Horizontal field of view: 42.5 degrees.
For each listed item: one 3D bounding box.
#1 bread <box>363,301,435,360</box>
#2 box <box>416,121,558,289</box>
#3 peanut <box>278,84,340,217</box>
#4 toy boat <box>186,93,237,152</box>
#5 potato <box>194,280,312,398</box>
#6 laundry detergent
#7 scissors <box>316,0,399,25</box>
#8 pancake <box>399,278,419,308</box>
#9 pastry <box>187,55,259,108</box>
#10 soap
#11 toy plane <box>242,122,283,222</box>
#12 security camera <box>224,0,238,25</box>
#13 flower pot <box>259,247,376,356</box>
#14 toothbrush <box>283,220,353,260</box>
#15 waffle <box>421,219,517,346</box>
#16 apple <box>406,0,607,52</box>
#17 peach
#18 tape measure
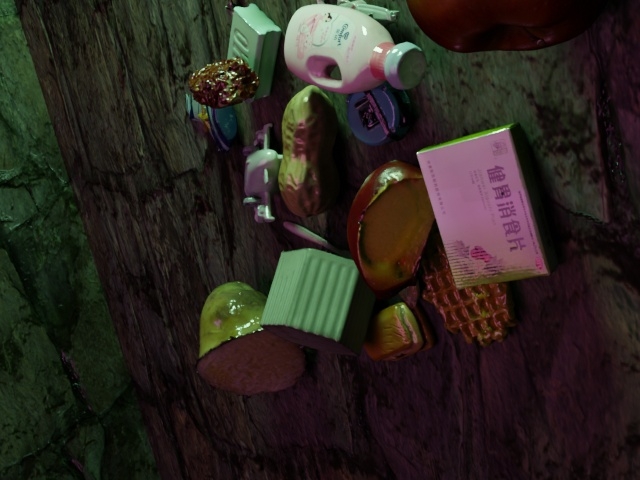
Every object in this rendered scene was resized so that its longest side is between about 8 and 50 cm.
[{"bbox_3d":[0.165,0.207,1.825,0.200,0.077,0.116,-35,72,57],"label":"bread"},{"bbox_3d":[0.287,-0.055,1.419,0.175,0.062,0.261,-12,99,34],"label":"box"},{"bbox_3d":[-0.024,-0.186,1.790,0.149,0.149,0.313,35,131,41],"label":"peanut"},{"bbox_3d":[-0.300,-0.349,2.198,0.291,0.066,0.221,27,131,61],"label":"toy boat"},{"bbox_3d":[-0.192,0.246,2.245,0.237,0.300,0.289,-102,-6,-49],"label":"potato"},{"bbox_3d":[0.059,-0.349,1.536,0.335,0.087,0.159,30,116,47],"label":"laundry detergent"},{"bbox_3d":[0.069,-0.439,1.590,0.242,0.030,0.118,23,128,54],"label":"scissors"},{"bbox_3d":[0.173,0.072,1.728,0.151,0.025,0.152,165,90,-75],"label":"pancake"},{"bbox_3d":[-0.226,-0.357,1.891,0.208,0.115,0.097,6,128,52],"label":"pastry"},{"bbox_3d":[-0.159,-0.429,1.904,0.119,0.066,0.198,49,145,29],"label":"soap"},{"bbox_3d":[-0.129,-0.162,1.970,0.244,0.117,0.245,179,90,-81],"label":"toy plane"},{"bbox_3d":[-0.207,-0.547,1.927,0.058,0.058,0.092,39,151,37],"label":"security camera"},{"bbox_3d":[0.001,0.139,1.834,0.239,0.209,0.190,-10,59,56],"label":"flower pot"},{"bbox_3d":[0.000,0.000,1.983,0.307,0.029,0.025,27,119,50],"label":"toothbrush"},{"bbox_3d":[0.280,0.082,1.584,0.253,0.056,0.249,27,131,49],"label":"waffle"},{"bbox_3d":[0.247,-0.404,1.123,0.288,0.288,0.317,-18,82,58],"label":"apple"},{"bbox_3d":[0.130,-0.029,1.586,0.154,0.158,0.268,-90,13,-70],"label":"peach"},{"bbox_3d":[0.113,-0.251,1.594,0.125,0.081,0.146,-31,82,42],"label":"tape measure"}]
